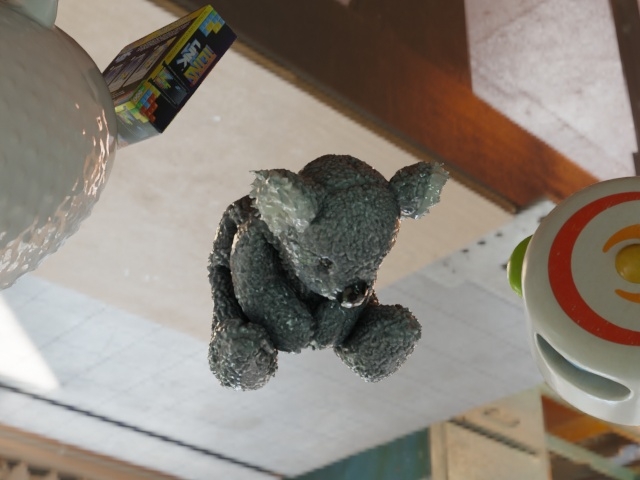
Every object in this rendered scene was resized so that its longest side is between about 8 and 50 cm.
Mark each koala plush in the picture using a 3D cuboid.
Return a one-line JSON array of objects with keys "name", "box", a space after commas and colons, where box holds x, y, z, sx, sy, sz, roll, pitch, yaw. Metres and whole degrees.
[{"name": "koala plush", "box": [0.000, 0.000, 0.957, 0.196, 0.203, 0.221, -3, 152, -20]}]

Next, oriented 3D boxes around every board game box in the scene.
[{"name": "board game box", "box": [-0.178, -0.154, 1.090, 0.170, 0.141, 0.048, -9, 130, 51]}]

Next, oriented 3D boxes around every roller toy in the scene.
[{"name": "roller toy", "box": [0.272, 0.048, 0.929, 0.209, 0.191, 0.146, -11, 148, 7]}]

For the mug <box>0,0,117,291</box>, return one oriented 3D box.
[{"name": "mug", "box": [-0.311, -0.109, 0.848, 0.276, 0.328, 0.374, 33, 119, 16]}]
